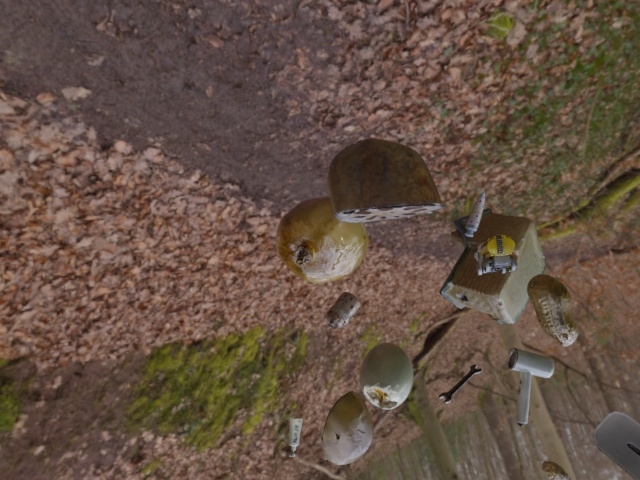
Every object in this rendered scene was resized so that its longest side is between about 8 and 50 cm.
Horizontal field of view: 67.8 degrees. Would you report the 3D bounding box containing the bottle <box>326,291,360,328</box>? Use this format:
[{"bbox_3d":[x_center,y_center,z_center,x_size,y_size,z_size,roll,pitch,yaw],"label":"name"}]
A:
[{"bbox_3d":[0.081,0.284,1.869,0.152,0.099,0.099,-49,178,-30],"label":"bottle"}]

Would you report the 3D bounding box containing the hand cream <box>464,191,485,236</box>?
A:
[{"bbox_3d":[0.578,-0.096,1.766,0.043,0.171,0.065,21,177,15],"label":"hand cream"}]

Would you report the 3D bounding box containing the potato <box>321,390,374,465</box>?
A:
[{"bbox_3d":[0.114,0.720,1.768,0.239,0.299,0.116,-18,-154,-38],"label":"potato"}]

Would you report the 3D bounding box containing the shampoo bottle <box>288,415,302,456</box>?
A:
[{"bbox_3d":[-0.095,0.727,1.769,0.034,0.141,0.049,-4,167,41],"label":"shampoo bottle"}]

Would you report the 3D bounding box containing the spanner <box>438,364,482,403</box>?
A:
[{"bbox_3d":[0.572,0.580,1.938,0.254,0.015,0.054,-28,-155,-32],"label":"spanner"}]

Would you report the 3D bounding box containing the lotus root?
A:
[{"bbox_3d":[0.144,-0.137,1.132,0.271,0.192,0.272,-10,171,-2],"label":"lotus root"}]

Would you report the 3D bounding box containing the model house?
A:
[{"bbox_3d":[0.701,0.114,2.027,0.342,0.382,0.335,14,151,44],"label":"model house"}]

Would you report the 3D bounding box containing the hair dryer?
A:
[{"bbox_3d":[0.662,0.473,1.515,0.131,0.237,0.073,15,158,2],"label":"hair dryer"}]

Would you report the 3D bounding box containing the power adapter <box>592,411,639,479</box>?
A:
[{"bbox_3d":[0.872,0.585,1.319,0.124,0.187,0.255,-49,140,2],"label":"power adapter"}]

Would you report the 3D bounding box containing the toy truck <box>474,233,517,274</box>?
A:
[{"bbox_3d":[0.560,0.047,1.525,0.097,0.114,0.227,-4,172,8],"label":"toy truck"}]

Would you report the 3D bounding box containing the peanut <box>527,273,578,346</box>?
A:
[{"bbox_3d":[0.725,0.214,1.472,0.110,0.237,0.120,-25,-178,44],"label":"peanut"}]

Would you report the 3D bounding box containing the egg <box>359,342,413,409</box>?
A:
[{"bbox_3d":[0.347,0.688,2.481,0.278,0.278,0.336,-29,-160,36],"label":"egg"}]

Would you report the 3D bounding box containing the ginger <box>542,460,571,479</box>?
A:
[{"bbox_3d":[0.730,0.759,1.417,0.059,0.214,0.133,-30,-168,49],"label":"ginger"}]

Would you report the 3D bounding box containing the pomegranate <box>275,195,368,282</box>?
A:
[{"bbox_3d":[0.000,0.000,1.557,0.318,0.319,0.319,-13,161,-5],"label":"pomegranate"}]
